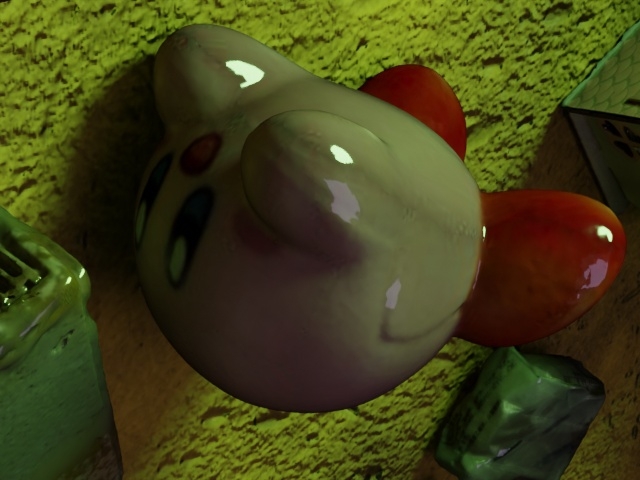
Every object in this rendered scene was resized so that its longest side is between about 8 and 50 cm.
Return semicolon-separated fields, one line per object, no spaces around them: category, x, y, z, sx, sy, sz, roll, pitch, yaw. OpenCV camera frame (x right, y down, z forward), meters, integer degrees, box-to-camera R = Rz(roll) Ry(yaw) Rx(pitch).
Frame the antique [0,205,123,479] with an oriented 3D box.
antique;-0.200;0.104;1.107;0.125;0.150;0.284;-38;145;-24

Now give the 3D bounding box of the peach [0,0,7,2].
peach;-0.145;-0.278;0.740;0.370;0.370;0.370;-26;131;-33

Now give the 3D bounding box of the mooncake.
mooncake;0.169;0.150;1.553;0.130;0.073;0.125;17;113;-42

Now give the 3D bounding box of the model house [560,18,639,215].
model house;0.314;-0.068;1.447;0.169;0.244;0.326;-46;173;-10

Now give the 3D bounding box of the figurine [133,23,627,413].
figurine;0.004;0.006;1.169;0.261;0.269;0.211;11;113;-40

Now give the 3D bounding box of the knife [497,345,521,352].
knife;0.175;0.118;1.594;0.023;0.010;0.170;-51;139;-17
